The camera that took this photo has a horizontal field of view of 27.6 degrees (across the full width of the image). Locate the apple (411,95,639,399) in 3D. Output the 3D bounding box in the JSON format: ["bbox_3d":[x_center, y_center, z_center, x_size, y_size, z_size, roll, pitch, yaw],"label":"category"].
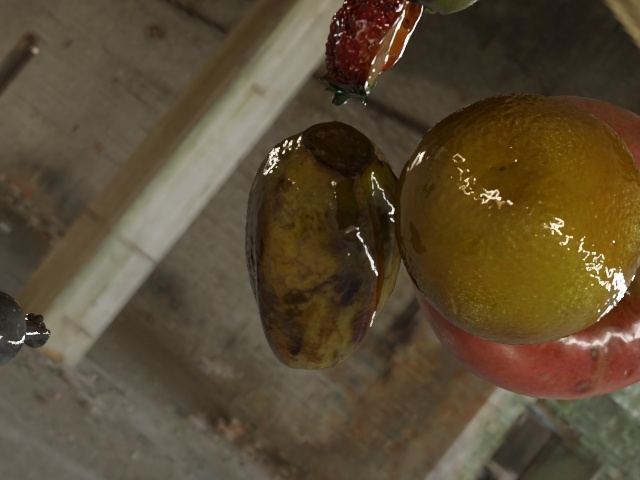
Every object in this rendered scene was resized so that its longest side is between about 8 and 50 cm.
[{"bbox_3d":[0.277,0.004,1.544,0.364,0.364,0.364,39,-3,2],"label":"apple"}]

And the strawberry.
[{"bbox_3d":[0.053,-0.237,1.475,0.085,0.140,0.192,34,-20,11],"label":"strawberry"}]

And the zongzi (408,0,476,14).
[{"bbox_3d":[0.115,-0.378,1.165,0.356,0.174,0.393,61,-17,-18],"label":"zongzi"}]

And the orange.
[{"bbox_3d":[0.171,-0.018,1.120,0.236,0.236,0.236,39,-3,2],"label":"orange"}]

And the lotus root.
[{"bbox_3d":[0.010,0.001,1.395,0.193,0.193,0.291,37,-38,35],"label":"lotus root"}]

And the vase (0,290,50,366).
[{"bbox_3d":[-0.485,0.137,2.007,0.120,0.120,0.183,38,10,20],"label":"vase"}]
